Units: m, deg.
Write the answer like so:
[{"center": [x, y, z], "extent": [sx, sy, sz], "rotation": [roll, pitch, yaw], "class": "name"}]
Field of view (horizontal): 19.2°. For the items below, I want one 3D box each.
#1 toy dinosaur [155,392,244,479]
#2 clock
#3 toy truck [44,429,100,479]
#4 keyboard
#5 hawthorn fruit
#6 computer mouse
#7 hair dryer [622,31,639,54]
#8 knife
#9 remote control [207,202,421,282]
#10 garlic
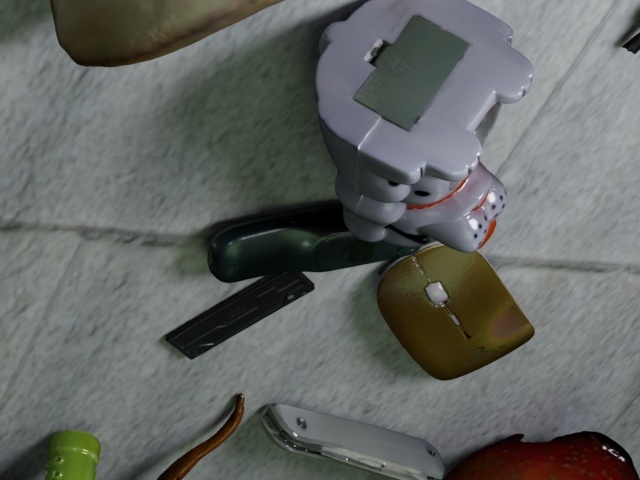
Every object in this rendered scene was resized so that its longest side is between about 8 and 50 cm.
[{"center": [-0.215, 0.359, 2.052], "extent": [0.097, 0.208, 0.432], "rotation": [39, 122, -22], "class": "toy dinosaur"}, {"center": [0.079, -0.076, 1.666], "extent": [0.189, 0.189, 0.254], "rotation": [-15, 149, -9], "class": "clock"}, {"center": [-0.299, 0.317, 1.952], "extent": [0.148, 0.187, 0.210], "rotation": [34, 119, -31], "class": "toy truck"}, {"center": [-0.081, 0.072, 1.894], "extent": [0.155, 0.010, 0.053], "rotation": [-30, 142, 12], "class": "keyboard"}, {"center": [0.261, 0.361, 2.218], "extent": [0.316, 0.316, 0.316], "rotation": [-13, 143, -10], "class": "hawthorn fruit"}, {"center": [0.144, 0.080, 1.979], "extent": [0.126, 0.056, 0.245], "rotation": [-28, 142, 8], "class": "computer mouse"}, {"center": [0.377, -0.237, 1.687], "extent": [0.196, 0.078, 0.248], "rotation": [14, 141, -39], "class": "hair dryer"}, {"center": [0.042, 0.235, 2.113], "extent": [0.265, 0.073, 0.040], "rotation": [22, 118, -41], "class": "knife"}, {"center": [0.000, 0.000, 1.813], "extent": [0.222, 0.042, 0.072], "rotation": [-9, 140, -17], "class": "remote control"}, {"center": [-0.049, -0.235, 1.442], "extent": [0.338, 0.151, 0.196], "rotation": [-22, 172, -11], "class": "garlic"}]
